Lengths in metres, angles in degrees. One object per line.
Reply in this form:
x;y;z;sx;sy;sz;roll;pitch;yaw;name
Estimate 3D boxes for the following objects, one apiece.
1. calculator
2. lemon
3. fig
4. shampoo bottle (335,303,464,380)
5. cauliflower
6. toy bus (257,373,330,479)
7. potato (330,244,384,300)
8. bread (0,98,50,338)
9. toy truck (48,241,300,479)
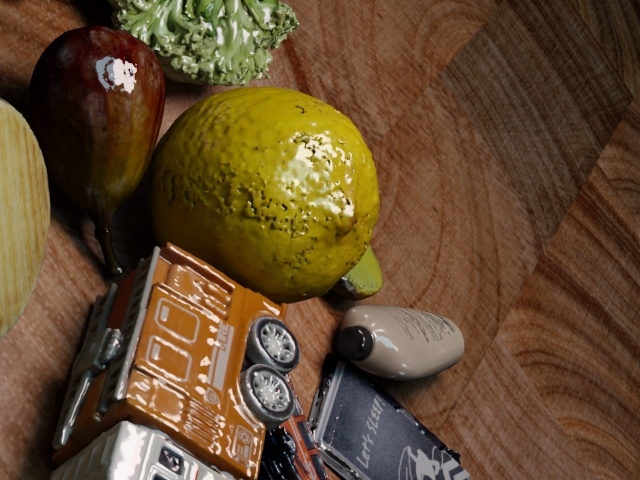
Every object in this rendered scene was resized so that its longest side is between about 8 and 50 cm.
0.089;0.274;2.097;0.274;0.028;0.166;43;39;-22;calculator
-0.073;-0.049;1.899;0.257;0.310;0.258;-5;99;-32;lemon
-0.244;-0.096;1.835;0.170;0.145;0.274;-8;95;-80;fig
0.099;0.132;2.155;0.127;0.078;0.257;48;19;24;shampoo bottle
-0.142;-0.330;2.040;0.275;0.250;0.272;-5;68;-50;cauliflower
-0.065;0.191;1.913;0.096;0.073;0.235;2;64;-64;toy bus
0.000;0.000;2.164;0.198;0.054;0.119;45;36;-16;potato
-0.344;-0.016;1.605;0.267;0.040;0.267;6;90;-69;bread
-0.162;0.195;1.682;0.207;0.173;0.388;36;36;-23;toy truck
